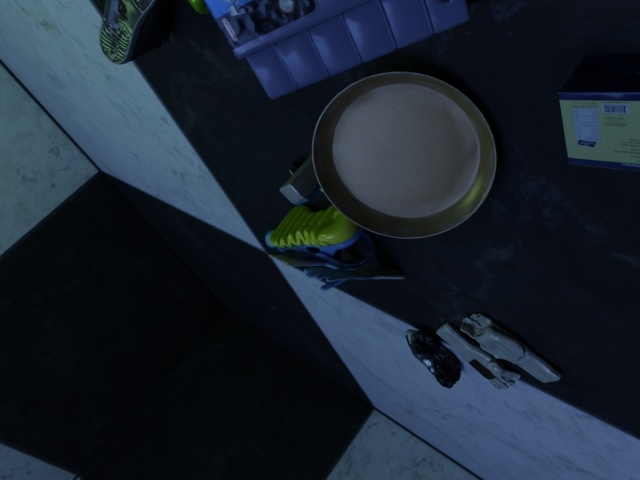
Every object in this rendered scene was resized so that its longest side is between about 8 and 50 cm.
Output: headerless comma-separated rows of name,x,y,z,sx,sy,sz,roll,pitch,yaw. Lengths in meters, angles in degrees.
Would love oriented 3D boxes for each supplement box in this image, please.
supplement box,0.268,-0.112,0.424,0.083,0.056,0.083,19,151,45

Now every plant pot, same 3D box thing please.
plant pot,0.105,-0.107,0.628,0.237,0.032,0.236,10,128,13

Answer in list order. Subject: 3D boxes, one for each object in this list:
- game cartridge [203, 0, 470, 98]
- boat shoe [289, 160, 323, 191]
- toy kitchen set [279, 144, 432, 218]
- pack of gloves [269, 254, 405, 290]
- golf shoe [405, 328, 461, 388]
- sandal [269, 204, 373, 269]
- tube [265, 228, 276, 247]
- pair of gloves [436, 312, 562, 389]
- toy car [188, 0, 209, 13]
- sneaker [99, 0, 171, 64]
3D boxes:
game cartridge,-0.034,-0.305,0.390,0.230,0.068,0.355,-18,130,18
boat shoe,-0.009,-0.128,0.909,0.133,0.049,0.042,32,131,40
toy kitchen set,0.062,-0.081,0.760,0.166,0.122,0.207,46,159,-14
pack of gloves,0.032,0.074,1.044,0.232,0.046,0.195,3,-171,-37
golf shoe,0.290,0.297,1.237,0.198,0.077,0.094,53,171,-21
sandal,0.000,0.000,1.051,0.138,0.126,0.317,44,162,-26
tube,-0.079,-0.012,1.270,0.080,0.052,0.207,44,155,-23
pair of gloves,0.362,0.242,1.018,0.204,0.042,0.240,39,159,3
toy car,-0.103,-0.360,0.471,0.155,0.149,0.188,52,147,-4
sneaker,-0.285,-0.401,0.794,0.083,0.118,0.222,44,130,-7
